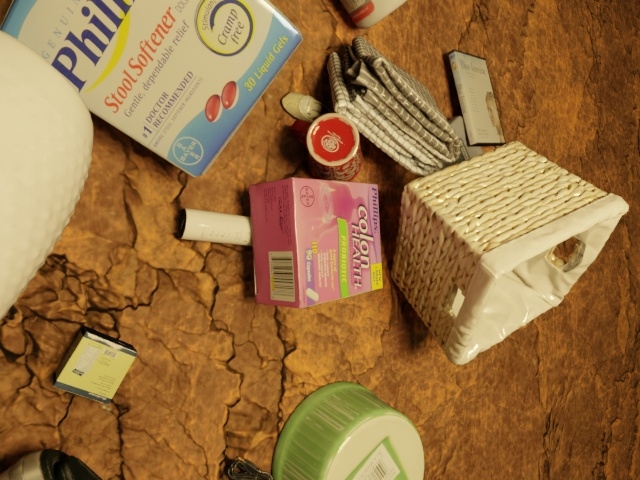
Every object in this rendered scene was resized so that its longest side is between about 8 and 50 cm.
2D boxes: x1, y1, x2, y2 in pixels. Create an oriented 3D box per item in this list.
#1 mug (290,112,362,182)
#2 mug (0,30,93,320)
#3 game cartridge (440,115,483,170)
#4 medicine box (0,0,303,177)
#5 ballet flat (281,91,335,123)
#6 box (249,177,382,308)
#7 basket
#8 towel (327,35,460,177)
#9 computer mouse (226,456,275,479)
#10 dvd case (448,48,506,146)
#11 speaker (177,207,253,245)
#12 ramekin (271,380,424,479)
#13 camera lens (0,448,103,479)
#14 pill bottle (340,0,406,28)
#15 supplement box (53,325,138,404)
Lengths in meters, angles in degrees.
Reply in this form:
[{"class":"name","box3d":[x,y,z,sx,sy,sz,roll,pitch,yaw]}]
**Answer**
[{"class":"mug","box3d":[0.008,-0.171,0.779,0.150,0.169,0.113,7,90,3]},{"class":"mug","box3d":[-0.445,-0.091,0.412,0.374,0.276,0.328,51,53,-42]},{"class":"game cartridge","box3d":[0.374,-0.166,1.095,0.196,0.060,0.294,-39,110,-23]},{"class":"medicine box","box3d":[-0.222,-0.287,0.579,0.289,0.149,0.263,33,108,-29]},{"class":"ballet flat","box3d":[0.001,-0.263,0.851,0.168,0.052,0.057,19,80,-31]},{"class":"box","box3d":[0.000,0.000,0.779,0.242,0.117,0.214,-4,92,-48]},{"class":"basket","box3d":[0.349,0.022,0.859,0.331,0.266,0.329,-24,141,-19]},{"class":"towel","box3d":[0.153,-0.286,0.851,0.283,0.121,0.235,31,34,-27]},{"class":"computer mouse","box3d":[-0.171,0.499,0.743,0.106,0.042,0.193,47,66,-25]},{"class":"dvd case","box3d":[0.427,-0.379,1.112,0.180,0.022,0.253,-12,88,-41]},{"class":"speaker","box3d":[-0.180,-0.022,0.731,0.136,0.055,0.055,6,86,-33]},{"class":"ramekin","box3d":[0.069,0.460,0.835,0.303,0.148,0.304,0,90,-33]},{"class":"camera lens","box3d":[-0.391,0.423,0.495,0.274,0.219,0.220,-38,110,-27]},{"class":"pill bottle","box3d":[0.062,-0.634,0.798,0.363,0.210,0.210,49,66,-23]},{"class":"supplement box","box3d":[-0.341,0.188,0.625,0.083,0.056,0.083,35,72,-28]}]
